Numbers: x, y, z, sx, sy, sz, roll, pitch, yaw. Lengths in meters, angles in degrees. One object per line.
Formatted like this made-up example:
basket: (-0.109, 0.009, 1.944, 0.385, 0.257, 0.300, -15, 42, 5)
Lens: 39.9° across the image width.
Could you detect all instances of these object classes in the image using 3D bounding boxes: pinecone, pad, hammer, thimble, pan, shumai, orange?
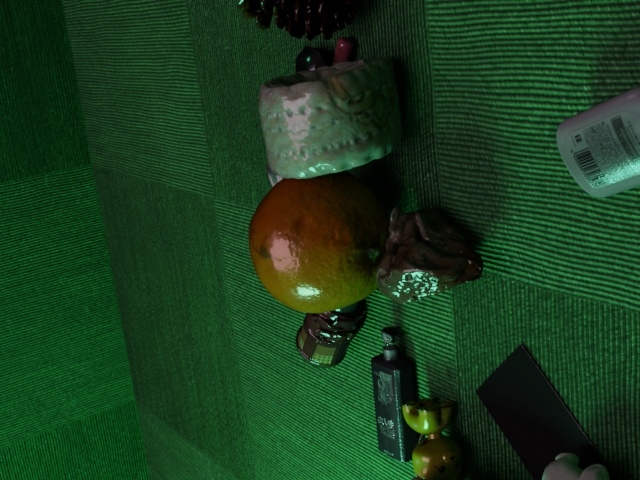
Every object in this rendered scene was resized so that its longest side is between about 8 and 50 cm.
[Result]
pinecone: (-0.038, -0.527, 1.789, 0.292, 0.246, 0.246, 32, 132, 25)
pad: (0.424, 0.368, 1.682, 0.300, 0.005, 0.202, 57, 145, 24)
hammer: (0.049, -0.394, 1.879, 0.043, 0.043, 0.083, 47, 141, 36)
thimble: (0.022, -0.248, 1.771, 0.291, 0.291, 0.195, 14, 119, 54)
pan: (-0.021, -0.354, 1.995, 0.202, 0.048, 0.128, -38, 70, 55)
shumai: (0.190, 0.015, 1.707, 0.218, 0.184, 0.185, 146, 103, -75)
orange: (0.000, 0.000, 1.840, 0.312, 0.312, 0.312, 31, 129, 48)

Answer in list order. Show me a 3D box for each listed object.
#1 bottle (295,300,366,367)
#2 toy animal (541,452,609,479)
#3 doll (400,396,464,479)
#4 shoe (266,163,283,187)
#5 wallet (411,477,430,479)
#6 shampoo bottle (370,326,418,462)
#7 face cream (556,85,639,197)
bottle: (0.035, 0.178, 2.078, 0.271, 0.143, 0.156, 110, 172, -47)
toy animal: (0.419, 0.506, 1.589, 0.208, 0.154, 0.325, 52, 135, -3)
doll: (0.240, 0.453, 1.889, 0.135, 0.143, 0.221, -5, 94, 58)
shoe: (-0.041, -0.092, 2.115, 0.100, 0.103, 0.251, -29, 88, 26)
wallet: (0.285, 0.609, 1.758, 0.335, 0.068, 0.275, 22, 139, 55)
shampoo bottle: (0.169, 0.345, 2.007, 0.098, 0.071, 0.309, 18, 117, 56)
face cream: (0.472, -0.155, 1.280, 0.144, 0.071, 0.291, 57, 153, -3)
